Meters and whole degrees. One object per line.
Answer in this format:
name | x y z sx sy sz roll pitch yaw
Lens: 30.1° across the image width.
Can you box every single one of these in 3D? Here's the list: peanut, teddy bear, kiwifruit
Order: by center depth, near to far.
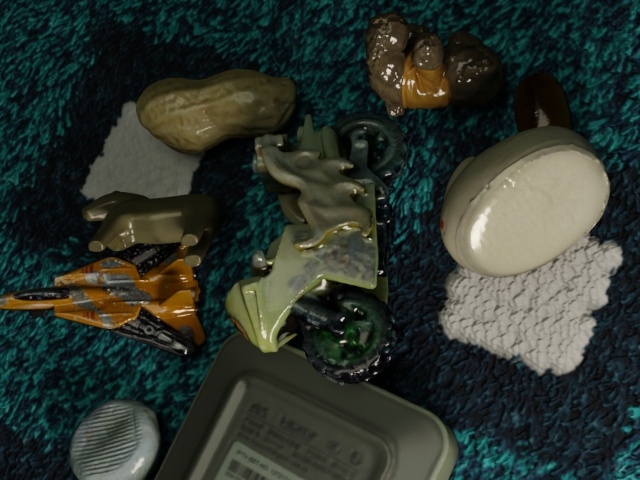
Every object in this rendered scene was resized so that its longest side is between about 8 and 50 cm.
kiwifruit | 0.303 -0.170 1.622 0.075 0.075 0.124 -12 71 19
teddy bear | 0.163 -0.238 1.659 0.190 0.177 0.140 6 92 15
peanut | -0.158 -0.194 1.806 0.256 0.123 0.124 -2 71 19

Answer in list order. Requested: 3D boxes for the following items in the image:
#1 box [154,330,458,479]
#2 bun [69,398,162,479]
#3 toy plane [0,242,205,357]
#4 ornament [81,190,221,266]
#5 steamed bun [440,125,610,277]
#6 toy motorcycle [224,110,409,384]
box | -0.044 0.339 1.579 0.367 0.090 0.373 22 82 27
bun | -0.287 0.297 1.703 0.140 0.083 0.141 -10 59 17
toy plane | -0.333 0.088 1.766 0.316 0.103 0.204 -7 66 4
ornament | -0.259 -0.028 1.765 0.230 0.245 0.061 -4 112 9
steamed bun | 0.256 -0.056 1.549 0.228 0.177 0.131 -38 33 5
toy motorcycle | 0.000 0.000 1.635 0.237 0.169 0.410 1 61 10
